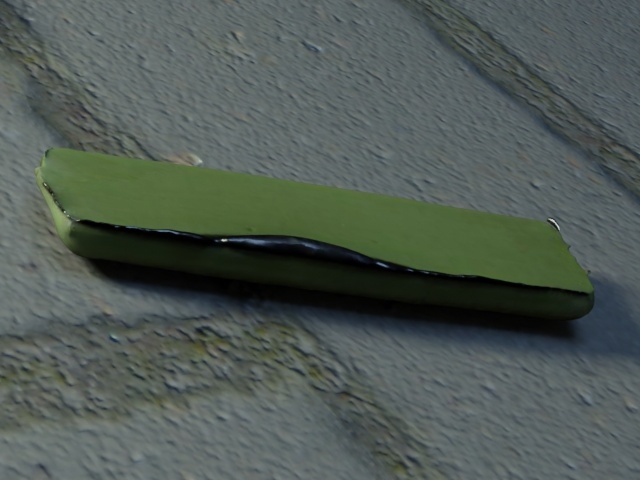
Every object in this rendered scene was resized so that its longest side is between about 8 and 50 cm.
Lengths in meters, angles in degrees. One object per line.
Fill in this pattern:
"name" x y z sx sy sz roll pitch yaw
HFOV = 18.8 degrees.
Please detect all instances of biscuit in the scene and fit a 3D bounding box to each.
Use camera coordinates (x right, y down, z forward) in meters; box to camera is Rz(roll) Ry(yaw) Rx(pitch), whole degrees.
"biscuit" 0.000 0.000 1.068 0.322 0.038 0.099 7 27 -22
